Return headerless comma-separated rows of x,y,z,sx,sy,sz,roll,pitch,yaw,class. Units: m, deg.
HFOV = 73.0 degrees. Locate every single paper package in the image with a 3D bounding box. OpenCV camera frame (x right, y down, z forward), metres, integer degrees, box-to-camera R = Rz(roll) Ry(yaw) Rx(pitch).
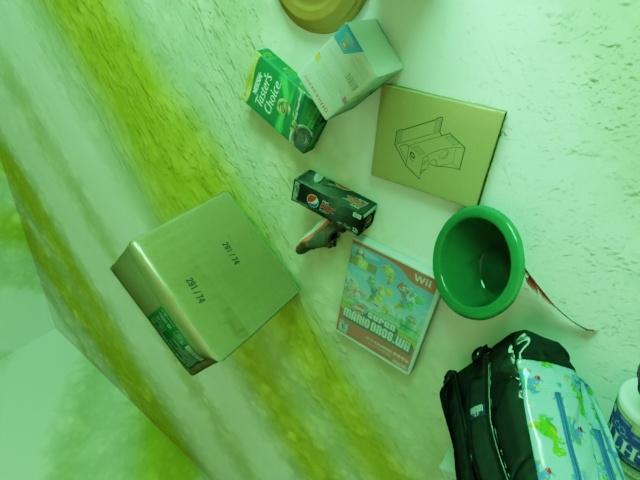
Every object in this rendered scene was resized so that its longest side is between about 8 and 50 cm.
-0.266,0.094,1.036,0.325,0.309,0.168,54,136,-2,paper package

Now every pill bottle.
0.506,0.316,0.667,0.111,0.112,0.187,14,124,34,pill bottle

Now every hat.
0.317,0.053,0.732,0.173,0.183,0.209,-20,69,55,hat

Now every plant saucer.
-0.008,-0.437,0.687,0.199,0.037,0.200,21,128,30,plant saucer

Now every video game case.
0.139,0.144,0.932,0.204,0.025,0.285,27,130,25,video game case

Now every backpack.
0.335,0.379,0.683,0.273,0.356,0.290,23,134,-2,backpack

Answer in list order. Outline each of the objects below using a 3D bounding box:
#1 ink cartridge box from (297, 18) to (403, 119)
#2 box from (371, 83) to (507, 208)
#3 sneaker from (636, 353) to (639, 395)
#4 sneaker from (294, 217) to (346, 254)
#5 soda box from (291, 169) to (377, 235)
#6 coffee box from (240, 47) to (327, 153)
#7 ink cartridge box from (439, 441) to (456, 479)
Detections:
0.042,-0.273,0.707,0.143,0.090,0.092,-26,97,47,ink cartridge box
0.182,-0.155,0.713,0.201,0.021,0.165,24,129,27,box
0.552,0.199,0.516,0.283,0.107,0.124,10,136,40,sneaker
0.000,0.000,0.936,0.065,0.061,0.158,46,137,-1,sneaker
0.026,-0.078,0.863,0.168,0.060,0.053,30,133,21,soda box
-0.068,-0.269,0.838,0.184,0.040,0.113,44,136,9,coffee box
0.375,0.555,0.943,0.148,0.086,0.203,-17,103,44,ink cartridge box
